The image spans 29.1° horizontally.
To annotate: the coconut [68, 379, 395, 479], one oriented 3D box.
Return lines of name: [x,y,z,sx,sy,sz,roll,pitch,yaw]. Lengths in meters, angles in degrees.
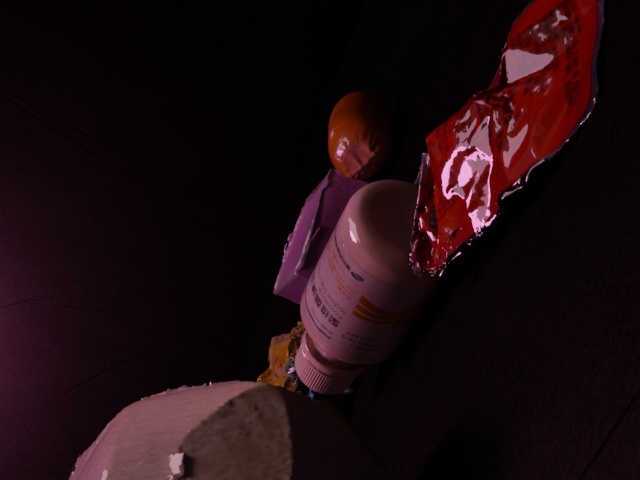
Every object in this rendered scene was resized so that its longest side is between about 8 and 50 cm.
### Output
coconut: [-0.051,0.220,0.897,0.245,0.247,0.245,-14,-90,-76]

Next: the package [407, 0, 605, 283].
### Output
package: [0.143,-0.091,1.013,0.269,0.071,0.194,122,153,-47]

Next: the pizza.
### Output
pizza: [-0.070,0.232,1.846,0.288,0.075,0.280,-76,10,-50]

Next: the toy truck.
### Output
toy truck: [-0.002,0.197,1.388,0.078,0.080,0.154,-28,33,39]

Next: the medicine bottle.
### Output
medicine bottle: [0.041,0.058,1.201,0.252,0.114,0.114,117,172,-47]

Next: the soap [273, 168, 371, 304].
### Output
soap: [0.002,0.001,1.960,0.259,0.081,0.181,138,151,-76]

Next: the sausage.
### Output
sausage: [0.062,-0.162,1.878,0.274,0.105,0.105,-85,16,-72]
